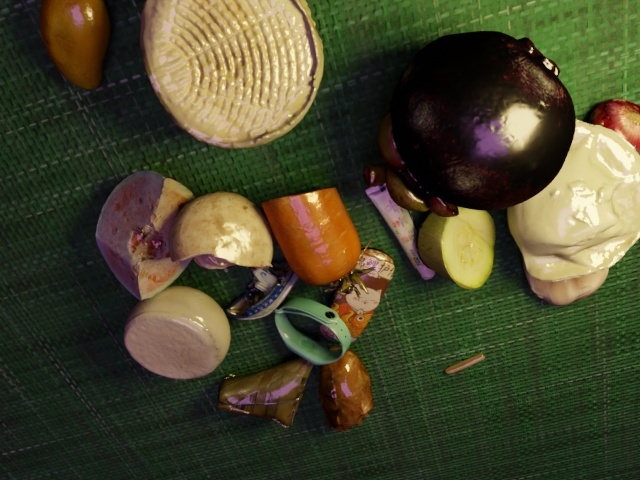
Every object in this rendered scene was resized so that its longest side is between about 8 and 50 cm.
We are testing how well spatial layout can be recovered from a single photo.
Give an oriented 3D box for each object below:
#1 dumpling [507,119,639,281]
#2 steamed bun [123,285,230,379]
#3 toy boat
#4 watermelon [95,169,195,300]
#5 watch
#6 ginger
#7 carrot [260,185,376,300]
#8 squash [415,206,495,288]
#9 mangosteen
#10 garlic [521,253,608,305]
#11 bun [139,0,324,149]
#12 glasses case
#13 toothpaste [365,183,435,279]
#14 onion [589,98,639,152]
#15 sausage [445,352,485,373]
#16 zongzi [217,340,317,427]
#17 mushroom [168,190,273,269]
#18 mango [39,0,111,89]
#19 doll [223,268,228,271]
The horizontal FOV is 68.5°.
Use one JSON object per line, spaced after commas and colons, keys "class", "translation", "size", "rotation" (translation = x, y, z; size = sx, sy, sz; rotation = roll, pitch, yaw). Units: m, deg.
{"class": "dumpling", "translation": [0.612, -0.096, 1.120], "size": [0.315, 0.233, 0.395], "rotation": [-7, 104, 18]}
{"class": "steamed bun", "translation": [-0.382, 0.239, 1.294], "size": [0.283, 0.177, 0.283], "rotation": [3, 126, 4]}
{"class": "toy boat", "translation": [-0.166, 0.129, 1.279], "size": [0.115, 0.114, 0.262], "rotation": [30, 115, -27]}
{"class": "watermelon", "translation": [-0.425, -0.032, 1.187], "size": [0.188, 0.175, 0.322], "rotation": [34, 104, 27]}
{"class": "watch", "translation": [-0.031, 0.256, 1.333], "size": [0.237, 0.068, 0.195], "rotation": [28, 131, 18]}
{"class": "ginger", "translation": [0.075, 0.480, 1.450], "size": [0.165, 0.172, 0.321], "rotation": [-20, 123, -35]}
{"class": "carrot", "translation": [0.000, 0.000, 1.180], "size": [0.193, 0.214, 0.331], "rotation": [-14, 112, 30]}
{"class": "squash", "translation": [0.368, 0.001, 1.215], "size": [0.220, 0.133, 0.220], "rotation": [-5, 104, -19]}
{"class": "mangosteen", "translation": [0.296, -0.212, 0.992], "size": [0.382, 0.382, 0.435], "rotation": [32, 122, -17]}
{"class": "garlic", "translation": [0.692, 0.095, 1.307], "size": [0.217, 0.110, 0.228], "rotation": [-27, 115, 7]}
{"class": "bun", "translation": [-0.175, -0.376, 0.968], "size": [0.364, 0.202, 0.364], "rotation": [0, 112, 0]}
{"class": "glasses case", "translation": [0.099, 0.161, 1.327], "size": [0.122, 0.082, 0.321], "rotation": [21, 116, -7]}
{"class": "toothpaste", "translation": [0.225, -0.024, 1.257], "size": [0.056, 0.058, 0.314], "rotation": [-6, 123, 48]}
{"class": "onion", "translation": [0.703, -0.254, 1.128], "size": [0.150, 0.150, 0.140], "rotation": [7, 154, -6]}
{"class": "sausage", "translation": [0.459, 0.394, 1.498], "size": [0.132, 0.024, 0.024], "rotation": [-29, 115, 11]}
{"class": "zongzi", "translation": [-0.165, 0.410, 1.436], "size": [0.260, 0.123, 0.289], "rotation": [16, 106, -7]}
{"class": "mushroom", "translation": [-0.239, -0.022, 1.144], "size": [0.253, 0.195, 0.189], "rotation": [13, 77, -34]}
{"class": "mango", "translation": [-0.513, -0.431, 0.990], "size": [0.136, 0.099, 0.227], "rotation": [8, 126, -10]}
{"class": "doll", "translation": [-0.287, 0.041, 1.275], "size": [0.057, 0.039, 0.114], "rotation": [-42, 104, -19]}
